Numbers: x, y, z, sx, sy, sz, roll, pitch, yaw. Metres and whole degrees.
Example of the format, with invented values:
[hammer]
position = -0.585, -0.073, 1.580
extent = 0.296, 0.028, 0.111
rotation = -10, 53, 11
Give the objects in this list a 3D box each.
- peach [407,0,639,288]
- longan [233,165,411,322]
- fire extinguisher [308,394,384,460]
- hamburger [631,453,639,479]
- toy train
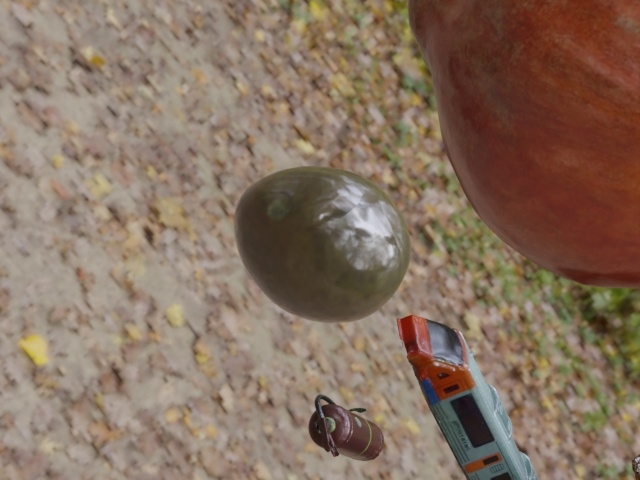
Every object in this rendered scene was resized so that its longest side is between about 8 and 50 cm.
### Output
[peach]
position = 0.166, -0.100, 0.677
extent = 0.257, 0.232, 0.232
rotation = 27, 27, -1
[longan]
position = 0.000, 0.000, 1.565
extent = 0.248, 0.248, 0.248
rotation = 42, 27, -27
[fire extinguisher]
position = 0.019, 0.157, 0.953
extent = 0.056, 0.039, 0.132
rotation = 70, 11, 22
[hamburger]
position = 0.455, 0.278, 1.399
extent = 0.166, 0.087, 0.137
rotation = -16, 61, -43
[toy train]
position = 0.209, 0.254, 1.497
extent = 0.086, 0.089, 0.409
rotation = -98, 163, -58
